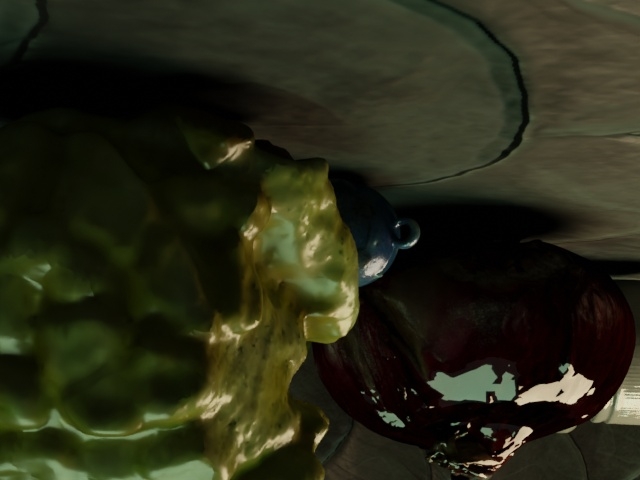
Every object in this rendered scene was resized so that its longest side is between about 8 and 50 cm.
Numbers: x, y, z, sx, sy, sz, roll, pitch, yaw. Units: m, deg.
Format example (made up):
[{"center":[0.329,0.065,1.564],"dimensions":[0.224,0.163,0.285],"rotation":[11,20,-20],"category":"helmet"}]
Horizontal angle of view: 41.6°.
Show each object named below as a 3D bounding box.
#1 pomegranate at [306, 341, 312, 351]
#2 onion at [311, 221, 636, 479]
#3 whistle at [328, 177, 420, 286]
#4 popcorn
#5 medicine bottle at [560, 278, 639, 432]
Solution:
[{"center":[-0.099,0.075,0.893],"dimensions":[0.179,0.179,0.210],"rotation":[-2,169,27],"category":"pomegranate"},{"center":[0.151,0.116,0.814],"dimensions":[0.314,0.232,0.314],"rotation":[-6,156,-3],"category":"onion"},{"center":[0.004,-0.004,0.655],"dimensions":[0.158,0.090,0.090],"rotation":[-3,169,28],"category":"whistle"},{"center":[-0.108,0.044,0.510],"dimensions":[0.293,0.237,0.293],"rotation":[4,167,1],"category":"popcorn"},{"center":[0.256,0.135,1.058],"dimensions":[0.340,0.208,0.208],"rotation":[2,171,9],"category":"medicine bottle"}]
